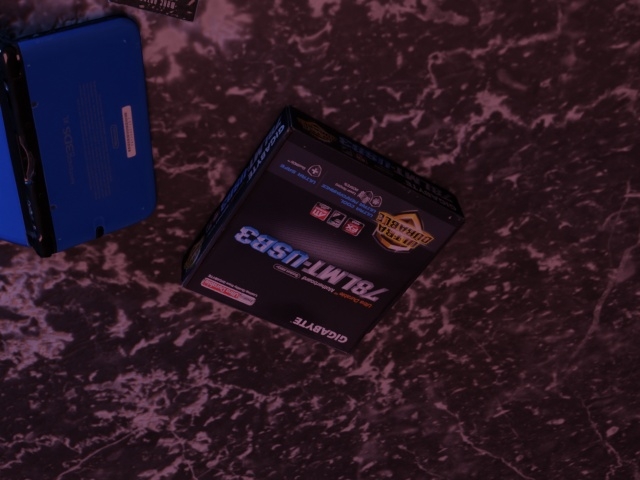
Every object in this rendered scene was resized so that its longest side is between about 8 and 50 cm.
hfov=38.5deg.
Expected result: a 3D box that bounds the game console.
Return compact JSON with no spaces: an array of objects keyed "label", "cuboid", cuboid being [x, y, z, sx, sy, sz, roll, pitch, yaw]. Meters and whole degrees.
[{"label":"game console","cuboid":[-0.365,-0.146,1.160,0.250,0.173,0.293,-24,133,-30]}]

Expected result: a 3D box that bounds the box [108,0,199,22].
[{"label":"box","cuboid":[-0.160,-0.372,1.004,0.101,0.060,0.244,11,123,-15]}]

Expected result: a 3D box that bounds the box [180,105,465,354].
[{"label":"box","cuboid":[0.000,0.000,1.293,0.295,0.073,0.293,26,117,-23]}]
